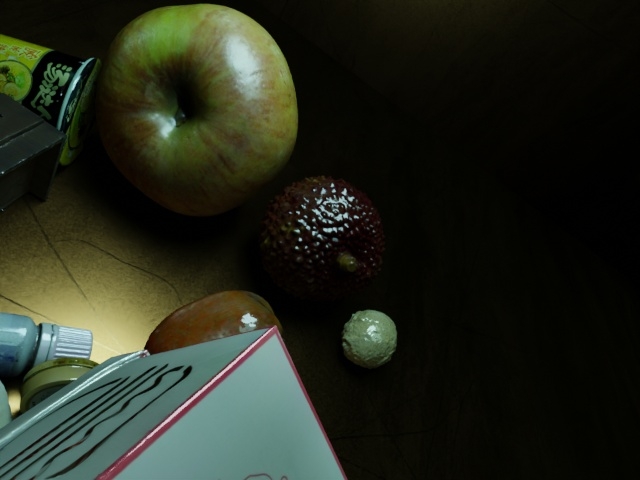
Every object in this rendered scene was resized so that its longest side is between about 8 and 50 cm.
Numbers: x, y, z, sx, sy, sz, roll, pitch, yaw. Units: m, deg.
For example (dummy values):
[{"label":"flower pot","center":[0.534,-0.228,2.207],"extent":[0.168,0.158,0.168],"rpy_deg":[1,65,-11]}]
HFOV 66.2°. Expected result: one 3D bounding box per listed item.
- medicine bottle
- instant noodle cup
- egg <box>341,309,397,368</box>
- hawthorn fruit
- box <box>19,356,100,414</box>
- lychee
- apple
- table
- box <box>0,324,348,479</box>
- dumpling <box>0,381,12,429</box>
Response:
[{"label":"medicine bottle","center":[-0.413,0.137,0.644],"extent":[0.203,0.083,0.084],"rpy_deg":[15,42,-30]},{"label":"instant noodle cup","center":[-0.543,-0.273,0.888],"extent":[0.235,0.216,0.216],"rpy_deg":[20,39,-14]},{"label":"egg","center":[0.105,0.207,1.039],"extent":[0.116,0.118,0.140],"rpy_deg":[11,27,39]},{"label":"hawthorn fruit","center":[-0.179,0.175,0.755],"extent":[0.251,0.200,0.200],"rpy_deg":[-7,52,-17]},{"label":"box","center":[-0.330,0.197,0.636],"extent":[0.105,0.106,0.037],"rpy_deg":[14,33,-33]},{"label":"lychee","center":[0.000,0.000,1.037],"extent":[0.275,0.276,0.304],"rpy_deg":[18,15,-29]},{"label":"apple","center":[-0.234,-0.257,0.982],"extent":[0.400,0.400,0.333],"rpy_deg":[38,12,-4]},{"label":"table","center":[-0.537,-0.134,0.746],"extent":[0.193,0.172,0.169],"rpy_deg":[34,35,-8]},{"label":"box","center":[-0.163,0.295,0.441],"extent":[0.314,0.299,0.313],"rpy_deg":[-35,104,-55]},{"label":"dumpling","center":[-0.413,0.221,0.522],"extent":[0.172,0.142,0.247],"rpy_deg":[32,46,-61]}]
